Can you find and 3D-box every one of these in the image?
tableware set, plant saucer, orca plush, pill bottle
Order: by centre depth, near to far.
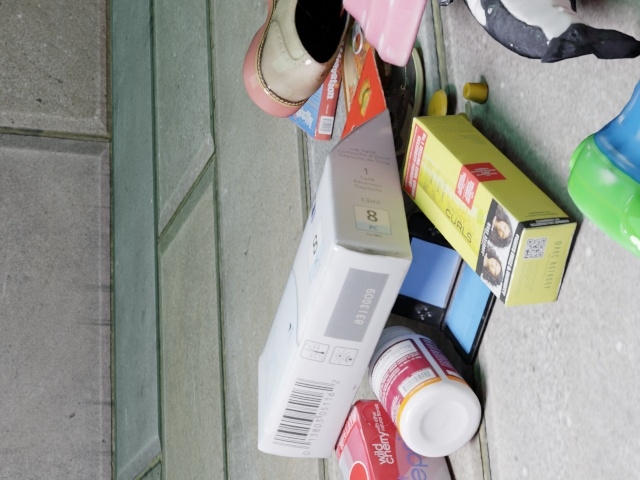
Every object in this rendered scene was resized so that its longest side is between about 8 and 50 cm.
[{"bbox_3d":[0.207,-0.216,1.223,0.151,0.102,0.287,-39,38,-1],"label":"orca plush"},{"bbox_3d":[0.094,-0.342,1.334,0.332,0.084,0.332,16,-90,-88],"label":"plant saucer"},{"bbox_3d":[0.101,0.150,1.393,0.152,0.086,0.086,-124,42,-61],"label":"pill bottle"},{"bbox_3d":[0.138,-0.119,1.439,0.154,0.024,0.104,129,144,-60],"label":"tableware set"}]

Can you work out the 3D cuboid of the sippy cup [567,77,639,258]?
[{"bbox_3d":[0.288,-0.081,0.748,0.305,0.240,0.224,37,113,38],"label":"sippy cup"}]

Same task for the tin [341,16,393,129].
[{"bbox_3d":[0.062,-0.192,1.644,0.106,0.040,0.190,135,136,-56],"label":"tin"}]

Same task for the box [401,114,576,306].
[{"bbox_3d":[0.154,-0.034,1.282,0.232,0.058,0.087,-124,37,-52],"label":"box"}]

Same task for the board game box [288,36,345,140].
[{"bbox_3d":[-0.028,-0.244,1.915,0.281,0.027,0.145,-134,53,-64],"label":"board game box"}]

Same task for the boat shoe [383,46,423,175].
[{"bbox_3d":[0.086,-0.151,1.544,0.056,0.049,0.152,159,114,-69],"label":"boat shoe"}]

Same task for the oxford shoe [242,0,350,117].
[{"bbox_3d":[0.001,-0.320,1.711,0.130,0.123,0.348,-31,43,48],"label":"oxford shoe"}]

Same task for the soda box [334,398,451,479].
[{"bbox_3d":[0.090,0.288,1.384,0.263,0.092,0.083,-105,25,-43],"label":"soda box"}]

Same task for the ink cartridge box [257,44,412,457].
[{"bbox_3d":[0.000,0.000,1.509,0.385,0.091,0.308,-96,19,-49],"label":"ink cartridge box"}]

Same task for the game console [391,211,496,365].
[{"bbox_3d":[0.124,0.049,1.377,0.071,0.107,0.122,-62,-11,-62],"label":"game console"}]
